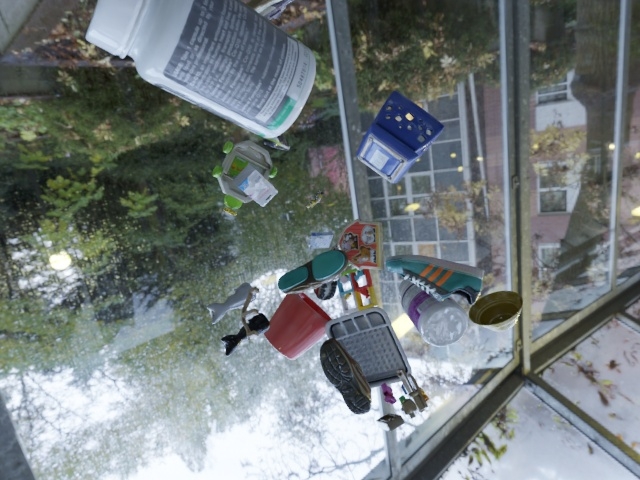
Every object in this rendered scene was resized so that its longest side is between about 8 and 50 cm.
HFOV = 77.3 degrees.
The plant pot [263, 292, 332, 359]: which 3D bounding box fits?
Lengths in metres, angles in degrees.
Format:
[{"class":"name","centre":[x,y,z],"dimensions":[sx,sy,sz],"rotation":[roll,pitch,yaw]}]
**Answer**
[{"class":"plant pot","centre":[-0.108,0.381,1.801],"dimensions":[0.243,0.275,0.275],"rotation":[-48,-160,-1]}]

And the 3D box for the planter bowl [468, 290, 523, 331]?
[{"class":"planter bowl","centre":[0.723,0.304,1.622],"dimensions":[0.217,0.090,0.217],"rotation":[-29,-164,9]}]

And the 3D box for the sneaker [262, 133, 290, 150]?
[{"class":"sneaker","centre":[-0.179,-0.450,1.743],"dimensions":[0.084,0.097,0.235],"rotation":[17,-168,6]}]

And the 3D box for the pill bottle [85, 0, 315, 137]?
[{"class":"pill bottle","centre":[-0.205,-0.351,0.735],"dimensions":[0.361,0.204,0.204],"rotation":[19,176,-36]}]

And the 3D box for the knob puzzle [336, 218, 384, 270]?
[{"class":"knob puzzle","centre":[0.136,0.017,1.458],"dimensions":[0.213,0.212,0.030],"rotation":[3,-169,38]}]

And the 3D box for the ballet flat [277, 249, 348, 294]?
[{"class":"ballet flat","centre":[-0.007,0.130,1.508],"dimensions":[0.343,0.116,0.124],"rotation":[-29,144,31]}]

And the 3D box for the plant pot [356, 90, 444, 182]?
[{"class":"plant pot","centre":[0.279,-0.370,1.508],"dimensions":[0.212,0.236,0.236],"rotation":[-53,178,-22]}]

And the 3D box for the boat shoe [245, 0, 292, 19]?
[{"class":"boat shoe","centre":[-0.193,-0.926,1.585],"dimensions":[0.285,0.092,0.102],"rotation":[-28,-123,6]}]

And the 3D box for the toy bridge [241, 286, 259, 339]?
[{"class":"toy bridge","centre":[-0.240,0.250,1.358],"dimensions":[0.063,0.026,0.188],"rotation":[-24,-132,23]}]

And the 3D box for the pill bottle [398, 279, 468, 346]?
[{"class":"pill bottle","centre":[0.394,0.241,1.467],"dimensions":[0.170,0.169,0.301],"rotation":[-11,-160,-5]}]

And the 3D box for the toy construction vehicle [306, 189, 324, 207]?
[{"class":"toy construction vehicle","centre":[-0.017,-0.189,1.852],"dimensions":[0.098,0.035,0.085],"rotation":[-46,-171,39]}]

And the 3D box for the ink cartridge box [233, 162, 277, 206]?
[{"class":"ink cartridge box","centre":[-0.279,-0.238,1.743],"dimensions":[0.104,0.181,0.061],"rotation":[-45,-128,1]}]

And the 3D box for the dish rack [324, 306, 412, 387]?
[{"class":"dish rack","centre":[0.201,0.439,1.658],"dimensions":[0.286,0.332,0.072],"rotation":[-23,-176,24]}]

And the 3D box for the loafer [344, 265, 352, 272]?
[{"class":"loafer","centre":[0.118,0.087,2.132],"dimensions":[0.092,0.268,0.102],"rotation":[15,173,-25]}]

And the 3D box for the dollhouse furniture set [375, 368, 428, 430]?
[{"class":"dollhouse furniture set","centre":[0.229,0.484,1.231],"dimensions":[0.151,0.123,0.144],"rotation":[-21,165,-16]}]

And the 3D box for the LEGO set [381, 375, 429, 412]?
[{"class":"LEGO set","centre":[0.310,0.533,1.431],"dimensions":[0.087,0.227,0.093],"rotation":[-45,-141,16]}]

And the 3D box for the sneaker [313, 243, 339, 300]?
[{"class":"sneaker","centre":[0.036,0.136,1.852],"dimensions":[0.107,0.278,0.118],"rotation":[26,175,-28]}]

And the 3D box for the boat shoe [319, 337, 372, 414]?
[{"class":"boat shoe","centre":[0.105,0.532,1.597],"dimensions":[0.123,0.323,0.120],"rotation":[-24,-173,25]}]

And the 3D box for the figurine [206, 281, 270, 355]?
[{"class":"figurine","centre":[-0.316,0.293,1.506],"dimensions":[0.092,0.214,0.209],"rotation":[-17,-172,40]}]

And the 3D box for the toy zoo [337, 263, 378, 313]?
[{"class":"toy zoo","centre":[0.164,0.228,1.884],"dimensions":[0.192,0.292,0.030],"rotation":[-24,163,40]}]

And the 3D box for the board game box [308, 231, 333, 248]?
[{"class":"board game box","centre":[0.000,0.000,1.674],"dimensions":[0.090,0.090,0.020],"rotation":[-3,-126,-17]}]

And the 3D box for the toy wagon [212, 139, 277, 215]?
[{"class":"toy wagon","centre":[-0.363,-0.283,1.845],"dimensions":[0.267,0.344,0.068],"rotation":[25,177,-36]}]

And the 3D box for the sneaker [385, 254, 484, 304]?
[{"class":"sneaker","centre":[0.345,0.121,1.232],"dimensions":[0.303,0.120,0.108],"rotation":[11,167,6]}]
